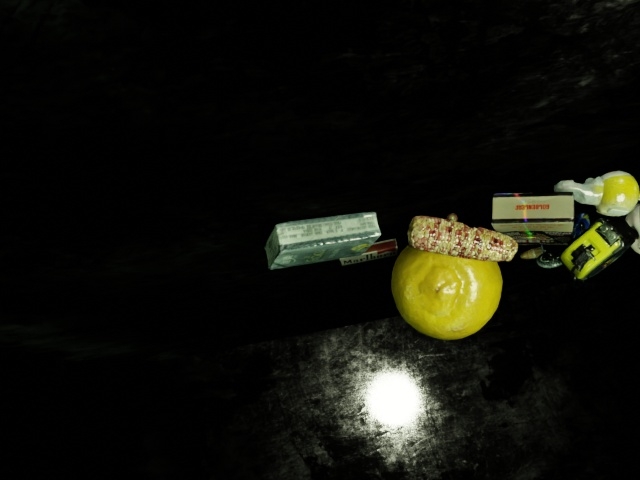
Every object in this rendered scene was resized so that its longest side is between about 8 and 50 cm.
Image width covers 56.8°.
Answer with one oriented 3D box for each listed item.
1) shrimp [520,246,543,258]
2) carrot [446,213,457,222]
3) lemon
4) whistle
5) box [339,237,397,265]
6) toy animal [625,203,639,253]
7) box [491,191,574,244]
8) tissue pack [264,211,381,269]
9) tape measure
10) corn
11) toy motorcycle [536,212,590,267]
[{"bbox_3d":[0.902,0.040,2.345,0.150,0.051,0.217,-3,171,-38],"label":"shrimp"},{"bbox_3d":[0.363,-0.055,1.640,0.032,0.032,0.093,-14,170,10],"label":"carrot"},{"bbox_3d":[0.372,0.126,1.752,0.347,0.348,0.348,-10,165,-3],"label":"lemon"},{"bbox_3d":[0.718,-0.131,1.523,0.223,0.123,0.123,9,166,6],"label":"whistle"},{"bbox_3d":[0.144,0.036,1.798,0.177,0.036,0.115,-12,165,2],"label":"box"},{"bbox_3d":[1.100,-0.044,1.873,0.212,0.213,0.266,0,154,-36],"label":"toy animal"},{"bbox_3d":[0.579,-0.054,1.607,0.198,0.084,0.310,0,169,22],"label":"box"},{"bbox_3d":[0.000,0.000,1.479,0.257,0.081,0.185,-8,164,-15],"label":"tissue pack"},{"bbox_3d":[0.722,0.020,1.564,0.199,0.112,0.186,-4,140,-49],"label":"tape measure"},{"bbox_3d":[0.374,-0.002,1.573,0.289,0.098,0.098,9,164,0],"label":"corn"},{"bbox_3d":[0.756,-0.002,1.798,0.168,0.113,0.315,-8,-156,31],"label":"toy motorcycle"}]
